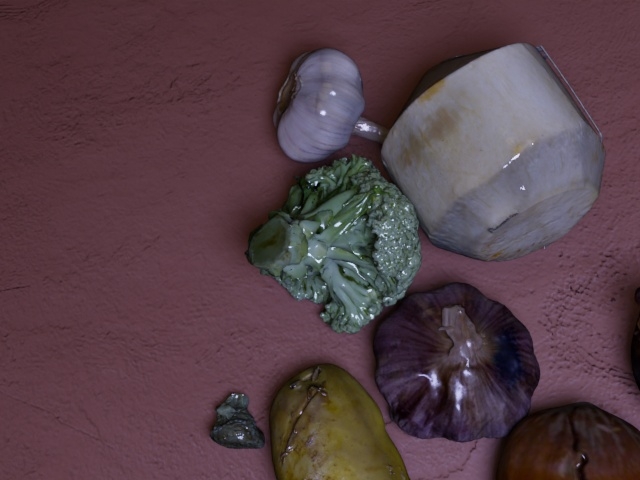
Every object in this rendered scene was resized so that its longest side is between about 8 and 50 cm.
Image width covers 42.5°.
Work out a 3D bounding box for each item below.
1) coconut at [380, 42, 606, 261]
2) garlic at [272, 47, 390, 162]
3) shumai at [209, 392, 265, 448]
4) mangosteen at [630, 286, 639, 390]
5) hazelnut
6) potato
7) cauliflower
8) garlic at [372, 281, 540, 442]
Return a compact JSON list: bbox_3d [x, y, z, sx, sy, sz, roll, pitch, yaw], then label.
[{"bbox_3d":[0.248,-0.134,1.208,0.323,0.323,0.323,-4,67,9],"label":"coconut"},{"bbox_3d":[0.044,-0.212,1.367,0.226,0.199,0.199,18,69,-15],"label":"garlic"},{"bbox_3d":[-0.121,0.268,1.230,0.083,0.082,0.080,10,67,-11],"label":"shumai"},{"bbox_3d":[0.492,0.130,1.066,0.261,0.235,0.235,33,74,-16],"label":"mangosteen"},{"bbox_3d":[0.333,0.319,1.064,0.212,0.181,0.181,5,110,23],"label":"hazelnut"},{"bbox_3d":[0.028,0.316,1.143,0.173,0.140,0.300,-26,64,-4],"label":"potato"},{"bbox_3d":[0.000,0.000,1.211,0.272,0.250,0.275,56,130,32],"label":"cauliflower"},{"bbox_3d":[0.192,0.173,1.162,0.245,0.160,0.245,0,72,1],"label":"garlic"}]
